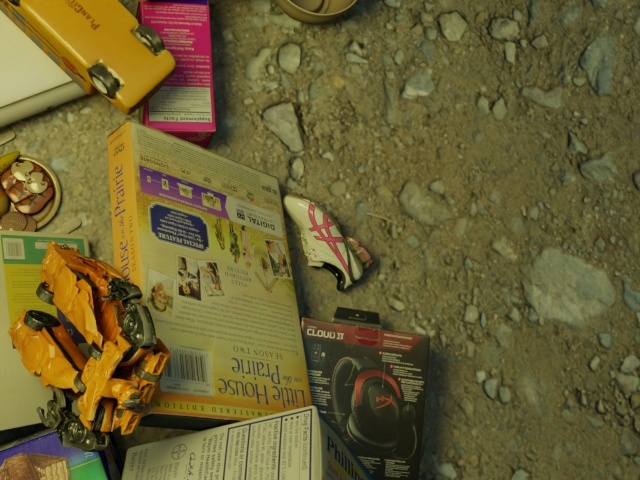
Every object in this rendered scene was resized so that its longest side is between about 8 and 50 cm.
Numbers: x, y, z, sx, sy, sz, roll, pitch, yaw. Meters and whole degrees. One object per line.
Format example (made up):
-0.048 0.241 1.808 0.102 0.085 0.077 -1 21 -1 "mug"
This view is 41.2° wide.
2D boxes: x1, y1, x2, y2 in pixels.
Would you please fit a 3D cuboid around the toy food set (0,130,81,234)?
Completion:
-0.464 -0.070 1.297 0.132 0.038 0.192 -39 92 -19 "toy food set"

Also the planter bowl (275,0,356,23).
-0.018 -0.438 1.454 0.162 0.109 0.162 3 79 -16 "planter bowl"

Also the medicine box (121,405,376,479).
-0.081 0.373 1.137 0.289 0.263 0.149 -16 45 18 "medicine box"

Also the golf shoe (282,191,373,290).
0.000 0.000 1.401 0.186 0.067 0.086 44 73 -5 "golf shoe"

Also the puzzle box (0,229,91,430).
-0.456 0.121 1.124 0.409 0.052 0.272 4 74 -59 "puzzle box"

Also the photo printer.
-0.489 -0.308 1.297 0.307 0.107 0.256 -25 88 -19 "photo printer"

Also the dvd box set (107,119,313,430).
-0.154 0.062 1.215 0.307 0.062 0.420 17 54 -46 "dvd box set"

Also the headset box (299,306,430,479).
0.048 0.253 1.345 0.218 0.110 0.293 9 78 -14 "headset box"

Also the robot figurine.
-0.283 0.124 1.044 0.085 0.291 0.211 18 102 -46 "robot figurine"

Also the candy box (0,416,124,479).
-0.413 0.413 1.150 0.317 0.122 0.268 -20 86 -4 "candy box"

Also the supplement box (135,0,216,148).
-0.234 -0.263 1.360 0.114 0.111 0.220 0 81 -17 "supplement box"

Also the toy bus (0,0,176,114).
-0.362 -0.322 1.211 0.332 0.130 0.108 44 71 -7 "toy bus"
